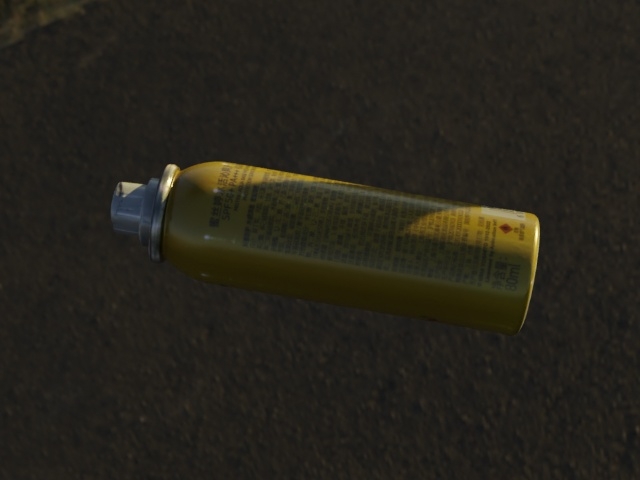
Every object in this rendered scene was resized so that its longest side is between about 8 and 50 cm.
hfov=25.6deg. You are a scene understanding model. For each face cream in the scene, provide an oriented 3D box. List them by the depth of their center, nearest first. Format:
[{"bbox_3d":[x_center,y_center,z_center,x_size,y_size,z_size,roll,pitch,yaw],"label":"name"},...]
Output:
[{"bbox_3d":[0.000,0.000,1.170,0.349,0.105,0.105,10,46,1],"label":"face cream"}]
